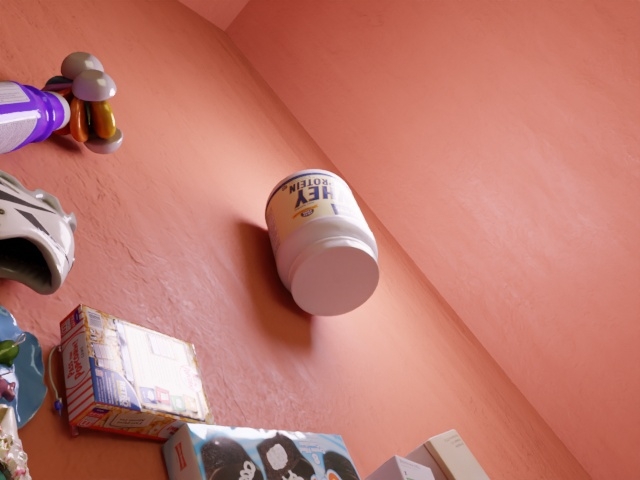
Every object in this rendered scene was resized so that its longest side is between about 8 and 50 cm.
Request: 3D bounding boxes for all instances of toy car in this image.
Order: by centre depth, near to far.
[{"bbox_3d":[-0.457,-0.250,1.035,0.136,0.159,0.182,-19,48,-27],"label":"toy car"}]

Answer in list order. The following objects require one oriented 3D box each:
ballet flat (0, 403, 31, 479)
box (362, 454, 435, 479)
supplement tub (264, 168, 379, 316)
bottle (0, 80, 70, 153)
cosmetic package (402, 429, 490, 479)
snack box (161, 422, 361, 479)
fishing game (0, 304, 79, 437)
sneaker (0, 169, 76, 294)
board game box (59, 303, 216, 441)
[{"bbox_3d":[-0.299,0.146,0.454,0.077,0.091,0.241,-78,151,-60],"label":"ballet flat"},{"bbox_3d":[0.133,0.426,0.907,0.101,0.102,0.087,32,20,-33],"label":"box"},{"bbox_3d":[0.000,0.000,1.323,0.235,0.235,0.325,34,21,-32],"label":"supplement tub"},{"bbox_3d":[-0.482,-0.183,0.829,0.092,0.118,0.283,54,17,-11],"label":"bottle"},{"bbox_3d":[0.277,0.519,1.015,0.309,0.113,0.160,54,19,26],"label":"cosmetic package"},{"bbox_3d":[-0.047,0.349,0.739,0.322,0.060,0.187,26,27,-47],"label":"snack box"},{"bbox_3d":[-0.348,0.107,0.558,0.264,0.041,0.189,44,11,-48],"label":"fishing game"},{"bbox_3d":[-0.429,-0.036,0.622,0.330,0.122,0.146,30,22,-40],"label":"sneaker"},{"bbox_3d":[-0.229,0.175,0.705,0.193,0.045,0.146,36,19,-47],"label":"board game box"}]
